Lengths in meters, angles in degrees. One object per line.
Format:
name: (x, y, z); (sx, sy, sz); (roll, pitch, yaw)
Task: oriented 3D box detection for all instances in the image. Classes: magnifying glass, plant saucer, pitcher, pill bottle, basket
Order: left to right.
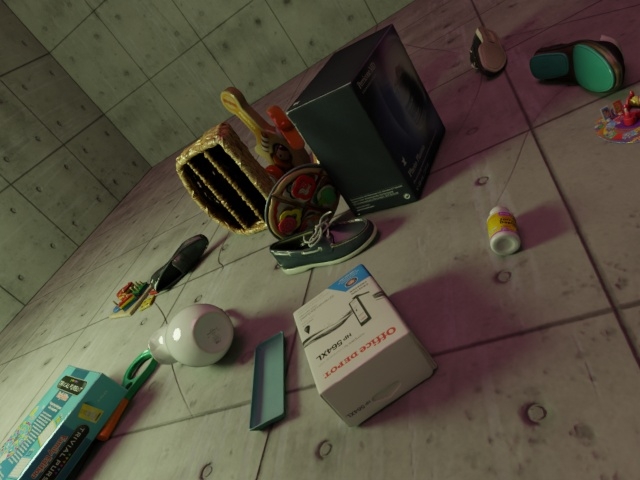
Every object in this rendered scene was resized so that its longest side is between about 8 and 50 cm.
magnifying glass: (-0.437, 0.341, 1.042); (0.092, 0.026, 0.231); (-24, 30, 25)
pitcher: (-0.250, 0.188, 0.973); (0.177, 0.126, 0.207); (-39, 11, -39)
basket: (-0.266, -0.150, 1.310); (0.213, 0.299, 0.223); (-34, 27, 8)
plant saucer: (-0.087, 0.237, 0.791); (0.067, 0.018, 0.192); (-31, 28, 12)
pill bottle: (0.284, -0.018, 0.717); (0.043, 0.043, 0.083); (-22, 30, 27)

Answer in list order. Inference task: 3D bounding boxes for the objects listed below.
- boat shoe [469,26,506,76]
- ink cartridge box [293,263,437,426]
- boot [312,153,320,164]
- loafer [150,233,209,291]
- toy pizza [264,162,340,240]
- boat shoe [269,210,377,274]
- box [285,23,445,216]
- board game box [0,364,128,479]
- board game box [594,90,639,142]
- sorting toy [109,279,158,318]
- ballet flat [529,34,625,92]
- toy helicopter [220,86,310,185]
boat shoe: (0.459, -0.511, 1.282); (0.079, 0.084, 0.233); (115, 171, -46)
ink cartridge box: (0.055, 0.146, 0.687); (0.148, 0.086, 0.203); (-36, 26, 2)
boot: (0.005, -0.235, 1.205); (0.283, 0.220, 0.109); (-36, 27, 2)
loafer: (-0.427, 0.073, 1.409); (0.223, 0.076, 0.078); (-44, 32, -3)
toy pizza: (-0.032, -0.077, 1.038); (0.201, 0.201, 0.032); (-41, 47, -8)
boat shoe: (0.000, 0.000, 0.993); (0.254, 0.079, 0.095); (-18, 33, 35)
box: (0.120, -0.268, 1.037); (0.182, 0.294, 0.296); (-14, 35, 39)
board game box: (-0.591, 0.440, 0.981); (0.253, 0.079, 0.336); (-11, 40, 47)
board game box: (0.538, -0.223, 0.748); (0.168, 0.033, 0.133); (-31, 27, 14)
sorting toy: (-0.615, 0.184, 1.486); (0.274, 0.046, 0.132); (-13, 35, 39)
ballet flat: (0.533, -0.365, 0.922); (0.096, 0.095, 0.280); (-23, 28, 2)
toy helicopter: (-0.168, -0.341, 1.435); (0.140, 0.355, 0.235); (-51, 12, -26)
